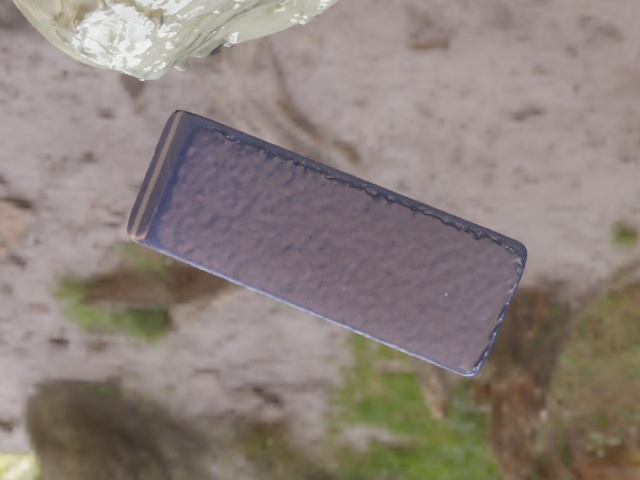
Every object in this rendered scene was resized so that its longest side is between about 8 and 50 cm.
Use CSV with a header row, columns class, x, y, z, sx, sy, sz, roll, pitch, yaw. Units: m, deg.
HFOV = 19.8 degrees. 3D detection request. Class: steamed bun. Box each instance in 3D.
class,x,y,z,sx,sy,sz,roll,pitch,yaw
steamed bun,-0.103,-0.310,1.414,0.334,0.312,0.233,-32,176,-29

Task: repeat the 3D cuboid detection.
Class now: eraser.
class,x,y,z,sx,sy,sz,roll,pitch,yaw
eraser,0.000,0.000,1.021,0.225,0.082,0.036,21,-179,10
